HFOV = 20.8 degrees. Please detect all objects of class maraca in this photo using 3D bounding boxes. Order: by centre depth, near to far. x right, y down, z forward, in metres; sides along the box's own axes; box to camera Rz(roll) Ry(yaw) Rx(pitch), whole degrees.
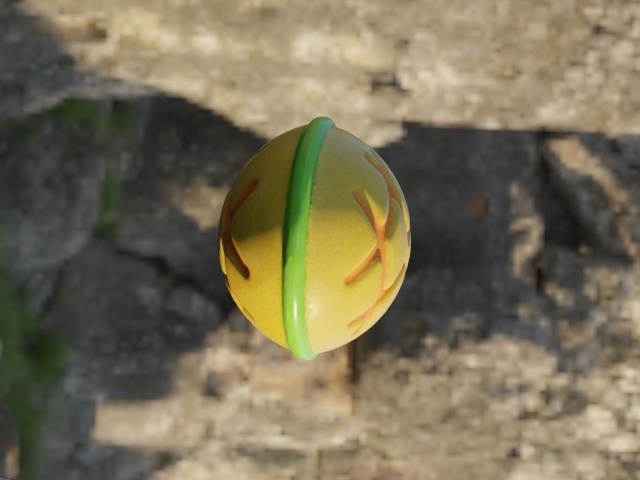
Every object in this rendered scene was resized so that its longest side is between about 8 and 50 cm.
[{"bbox_3d":[0.000,0.000,0.930,0.185,0.099,0.127,23,75,-81],"label":"maraca"}]

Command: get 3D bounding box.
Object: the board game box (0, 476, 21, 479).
[{"bbox_3d":[-0.192,0.201,0.966,0.048,0.170,0.141,55,45,-79],"label":"board game box"}]
